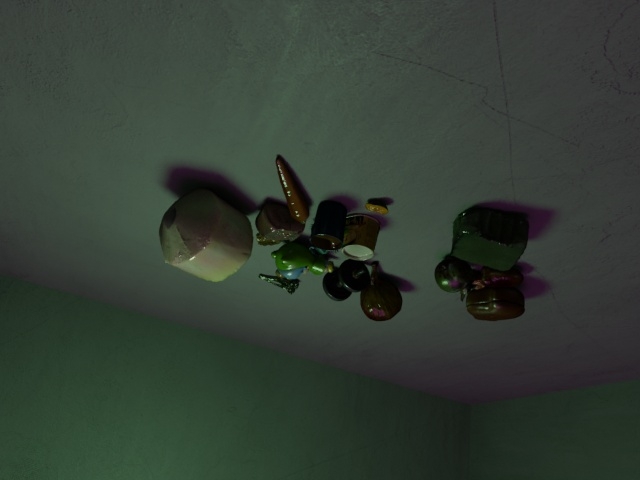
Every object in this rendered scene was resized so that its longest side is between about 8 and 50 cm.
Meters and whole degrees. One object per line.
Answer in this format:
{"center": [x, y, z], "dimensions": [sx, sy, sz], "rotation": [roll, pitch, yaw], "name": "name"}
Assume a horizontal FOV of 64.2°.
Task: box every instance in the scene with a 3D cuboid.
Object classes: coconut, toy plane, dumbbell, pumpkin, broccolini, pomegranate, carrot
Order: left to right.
{"center": [-0.425, -0.024, 1.820], "dimensions": [0.297, 0.298, 0.309], "rotation": [-10, 147, 35], "name": "coconut"}
{"center": [-0.202, 0.201, 2.422], "dimensions": [0.201, 0.074, 0.058], "rotation": [15, 170, -3], "name": "broccolini"}
{"center": [-0.092, -0.157, 1.699], "dimensions": [0.069, 0.069, 0.336], "rotation": [3, 147, 16], "name": "carrot"}
{"center": [0.000, 0.000, 1.966], "dimensions": [0.096, 0.060, 0.235], "rotation": [-7, 152, 16], "name": "toy plane"}
{"center": [0.107, 0.168, 2.151], "dimensions": [0.143, 0.143, 0.325], "rotation": [21, 151, -19], "name": "dumbbell"}
{"center": [0.190, -0.115, 1.705], "dimensions": [0.083, 0.028, 0.050], "rotation": [12, 156, 18], "name": "pumpkin"}
{"center": [0.518, 0.142, 1.935], "dimensions": [0.169, 0.149, 0.148], "rotation": [39, 148, -6], "name": "pomegranate"}

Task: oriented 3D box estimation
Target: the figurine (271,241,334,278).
{"center": [-0.070, 0.084, 2.071], "dimensions": [0.263, 0.143, 0.162], "rotation": [9, -166, -35], "name": "figurine"}

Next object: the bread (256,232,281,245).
{"center": [-0.197, -0.011, 2.020], "dimensions": [0.110, 0.060, 0.066], "rotation": [-11, 116, 34], "name": "bread"}

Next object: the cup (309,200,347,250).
{"center": [0.016, -0.051, 1.772], "dimensions": [0.149, 0.138, 0.113], "rotation": [-3, 149, 26], "name": "cup"}

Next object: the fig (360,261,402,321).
{"center": [0.251, 0.204, 2.217], "dimensions": [0.190, 0.190, 0.291], "rotation": [-5, 109, 29], "name": "fig"}

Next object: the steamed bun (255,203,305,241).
{"center": [-0.151, -0.054, 1.866], "dimensions": [0.175, 0.107, 0.145], "rotation": [19, 152, -19], "name": "steamed bun"}

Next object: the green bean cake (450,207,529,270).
{"center": [0.549, -0.005, 1.681], "dimensions": [0.226, 0.125, 0.223], "rotation": [10, 155, 6], "name": "green bean cake"}

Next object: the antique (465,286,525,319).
{"center": [0.710, 0.252, 2.080], "dimensions": [0.223, 0.129, 0.278], "rotation": [3, 161, 6], "name": "antique"}

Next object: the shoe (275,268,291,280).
{"center": [-0.142, 0.139, 2.274], "dimensions": [0.108, 0.072, 0.069], "rotation": [20, -170, -8], "name": "shoe"}

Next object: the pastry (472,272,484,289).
{"center": [0.572, 0.152, 2.044], "dimensions": [0.169, 0.063, 0.087], "rotation": [11, 144, 12], "name": "pastry"}

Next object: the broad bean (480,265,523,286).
{"center": [0.691, 0.138, 1.940], "dimensions": [0.165, 0.085, 0.114], "rotation": [5, 179, 3], "name": "broad bean"}

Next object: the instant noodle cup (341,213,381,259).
{"center": [0.139, -0.006, 1.831], "dimensions": [0.151, 0.122, 0.151], "rotation": [7, 154, 3], "name": "instant noodle cup"}
